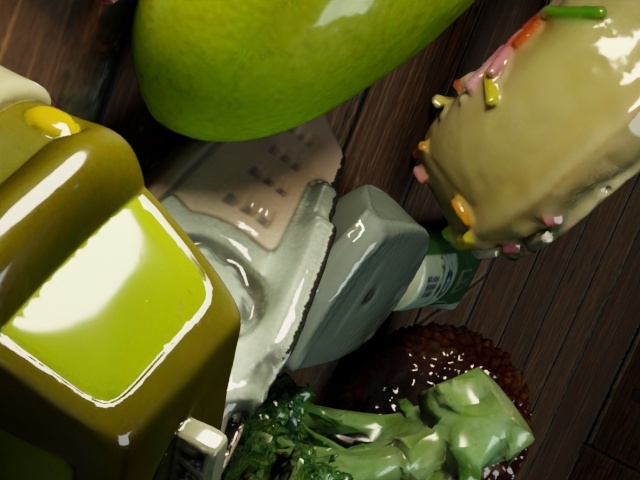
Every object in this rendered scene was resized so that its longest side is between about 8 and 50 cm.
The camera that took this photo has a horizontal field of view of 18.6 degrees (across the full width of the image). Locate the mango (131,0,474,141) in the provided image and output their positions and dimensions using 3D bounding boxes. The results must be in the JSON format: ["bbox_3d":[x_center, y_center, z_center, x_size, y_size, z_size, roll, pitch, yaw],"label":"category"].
[{"bbox_3d":[0.015,-0.170,0.994,0.273,0.149,0.185,-48,164,-34],"label":"mango"}]

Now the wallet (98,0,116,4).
[{"bbox_3d":[-0.102,-0.185,0.834,0.119,0.025,0.232,-62,164,-3],"label":"wallet"}]

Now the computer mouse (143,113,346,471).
[{"bbox_3d":[-0.073,0.010,1.083,0.199,0.115,0.389,-50,-165,41],"label":"computer mouse"}]

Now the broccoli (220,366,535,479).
[{"bbox_3d":[0.032,0.197,1.425,0.270,0.270,0.270,-34,160,-3],"label":"broccoli"}]

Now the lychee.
[{"bbox_3d":[0.099,0.161,1.733,0.188,0.188,0.188,-53,161,-27],"label":"lychee"}]

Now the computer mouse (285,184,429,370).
[{"bbox_3d":[0.011,0.022,1.386,0.128,0.079,0.231,-59,170,6],"label":"computer mouse"}]

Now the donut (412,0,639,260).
[{"bbox_3d":[0.239,-0.153,1.582,0.371,0.150,0.307,-46,-175,-40],"label":"donut"}]

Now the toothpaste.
[{"bbox_3d":[0.092,0.023,1.687,0.098,0.061,0.392,-65,167,8],"label":"toothpaste"}]

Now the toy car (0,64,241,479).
[{"bbox_3d":[-0.130,0.061,0.840,0.204,0.198,0.248,-48,160,-43],"label":"toy car"}]
